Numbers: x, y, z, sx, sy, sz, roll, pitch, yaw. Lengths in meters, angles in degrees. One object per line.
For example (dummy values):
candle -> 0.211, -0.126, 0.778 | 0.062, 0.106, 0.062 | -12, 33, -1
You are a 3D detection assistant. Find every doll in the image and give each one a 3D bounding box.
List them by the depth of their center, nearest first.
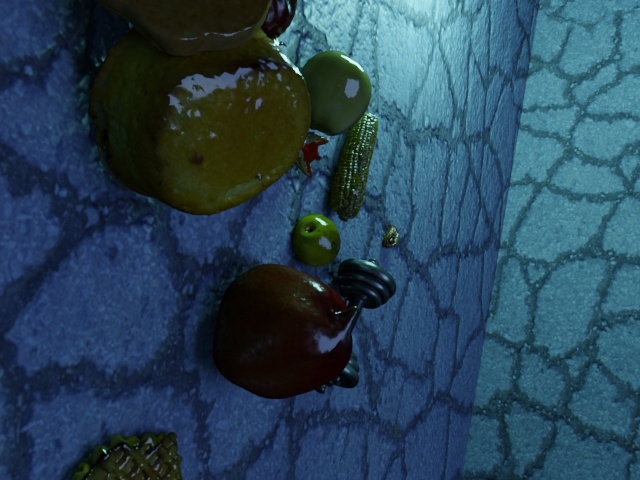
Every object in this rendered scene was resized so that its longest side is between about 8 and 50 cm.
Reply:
doll -> -0.056, -0.231, 1.394 | 0.169, 0.057, 0.109 | 25, 91, -41

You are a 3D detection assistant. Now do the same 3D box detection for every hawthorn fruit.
hawthorn fruit -> -0.079, 0.202, 1.231 | 0.295, 0.311, 0.295 | -28, 130, -40

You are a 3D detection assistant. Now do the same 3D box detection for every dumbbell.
dumbbell -> 0.075, 0.225, 1.572 | 0.179, 0.179, 0.406 | 55, 52, -46

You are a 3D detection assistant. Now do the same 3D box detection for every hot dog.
hot dog -> 0.232, -0.012, 1.882 | 0.083, 0.035, 0.058 | -60, 137, -30

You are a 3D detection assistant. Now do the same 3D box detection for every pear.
pear -> 0.000, 0.000, 1.483 | 0.141, 0.104, 0.141 | -25, 120, -55

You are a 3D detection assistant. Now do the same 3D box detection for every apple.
apple -> 0.030, -0.351, 1.377 | 0.200, 0.200, 0.200 | -17, 110, -54

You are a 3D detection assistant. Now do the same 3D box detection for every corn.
corn -> 0.094, -0.207, 1.585 | 0.097, 0.097, 0.319 | 33, 67, -54

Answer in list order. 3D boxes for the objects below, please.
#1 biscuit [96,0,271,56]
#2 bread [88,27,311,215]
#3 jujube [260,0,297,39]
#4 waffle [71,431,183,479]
biscuit -> -0.230, -0.441, 0.879 | 0.351, 0.057, 0.312 | 36, 58, -8
bread -> -0.192, -0.207, 0.980 | 0.358, 0.204, 0.336 | -22, 131, -29
jujube -> -0.141, -0.534, 1.081 | 0.216, 0.216, 0.342 | 12, 78, -56
waffle -> -0.370, 0.501, 1.076 | 0.281, 0.058, 0.300 | 40, 65, -50
